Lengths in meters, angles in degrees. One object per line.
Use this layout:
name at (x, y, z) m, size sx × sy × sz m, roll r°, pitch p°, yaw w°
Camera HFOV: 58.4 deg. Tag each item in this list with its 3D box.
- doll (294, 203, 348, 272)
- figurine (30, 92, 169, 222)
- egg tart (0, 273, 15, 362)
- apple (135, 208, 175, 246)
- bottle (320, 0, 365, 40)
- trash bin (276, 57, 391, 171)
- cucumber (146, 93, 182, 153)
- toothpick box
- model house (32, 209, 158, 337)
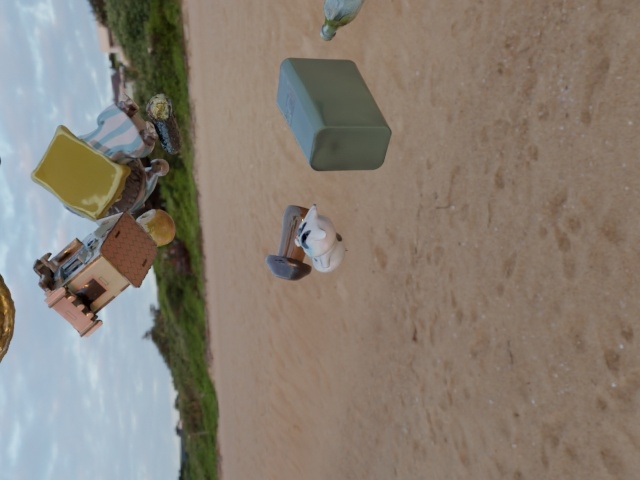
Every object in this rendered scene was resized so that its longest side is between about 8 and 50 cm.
doll at (0.000, 0.004, 1.438) m, size 0.110 × 0.106 × 0.181 m, roll 61°, pitch -175°, yaw 32°
figurine at (-0.590, -0.232, 1.689) m, size 0.266 × 0.361 × 0.378 m, roll 50°, pitch -173°, yaw -2°
egg tart at (-0.945, 0.201, 1.372) m, size 0.169 × 0.387 × 0.389 m, roll 168°, pitch 98°, yaw -81°
apple at (-0.580, -0.044, 2.000) m, size 0.146 × 0.146 × 0.147 m, roll 176°, pitch 90°, yaw -78°
bottle at (0.043, -0.530, 1.319) m, size 0.269 × 0.083 × 0.083 m, roll 156°, pitch 109°, yaw -76°
trash bin at (0.029, -0.338, 1.509) m, size 0.344 × 0.222 × 0.158 m, roll -112°, pitch 25°, yaw -47°
cucumber at (-0.386, -0.277, 1.456) m, size 0.245 × 0.067 × 0.067 m, roll 100°, pitch 162°, yaw -71°
toothpick box at (-0.105, 0.016, 2.316) m, size 0.192 × 0.191 × 0.295 m, roll 162°, pitch 125°, yaw -78°
model house at (-0.515, 0.044, 1.341) m, size 0.169 × 0.244 × 0.326 m, roll 54°, pitch 172°, yaw -24°
